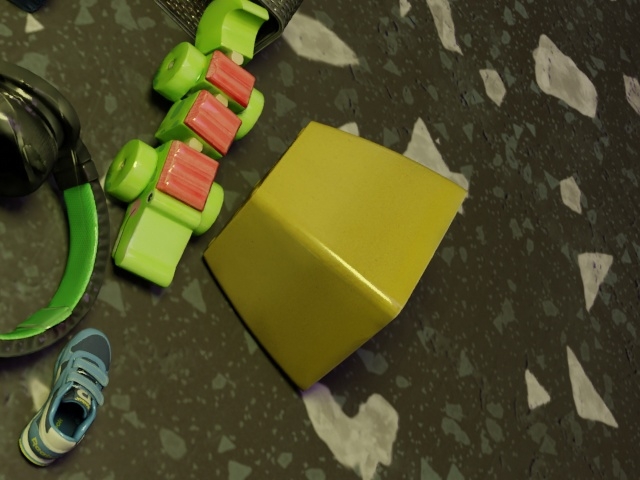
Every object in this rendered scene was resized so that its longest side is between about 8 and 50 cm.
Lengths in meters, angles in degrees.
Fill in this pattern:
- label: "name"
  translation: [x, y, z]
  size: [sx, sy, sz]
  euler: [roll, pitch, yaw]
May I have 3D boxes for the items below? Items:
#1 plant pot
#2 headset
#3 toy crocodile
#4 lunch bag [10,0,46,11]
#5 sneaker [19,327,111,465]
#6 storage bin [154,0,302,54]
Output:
- label: "plant pot"
  translation: [0.000, 0.000, 1.242]
  size: [0.187, 0.212, 0.212]
  euler: [39, 48, -5]
- label: "headset"
  translation: [-0.314, -0.084, 0.996]
  size: [0.243, 0.185, 0.394]
  euler: [-41, 112, -45]
- label: "toy crocodile"
  translation: [-0.135, -0.111, 1.212]
  size: [0.115, 0.105, 0.341]
  euler: [34, 61, -27]
- label: "lunch bag"
  translation: [-0.303, -0.294, 1.186]
  size: [0.067, 0.065, 0.098]
  euler: [29, 53, -29]
- label: "sneaker"
  translation: [-0.227, 0.143, 1.059]
  size: [0.053, 0.059, 0.144]
  euler: [35, 50, -23]
- label: "storage bin"
  translation: [-0.119, -0.307, 1.317]
  size: [0.180, 0.122, 0.084]
  euler: [43, 48, -20]
